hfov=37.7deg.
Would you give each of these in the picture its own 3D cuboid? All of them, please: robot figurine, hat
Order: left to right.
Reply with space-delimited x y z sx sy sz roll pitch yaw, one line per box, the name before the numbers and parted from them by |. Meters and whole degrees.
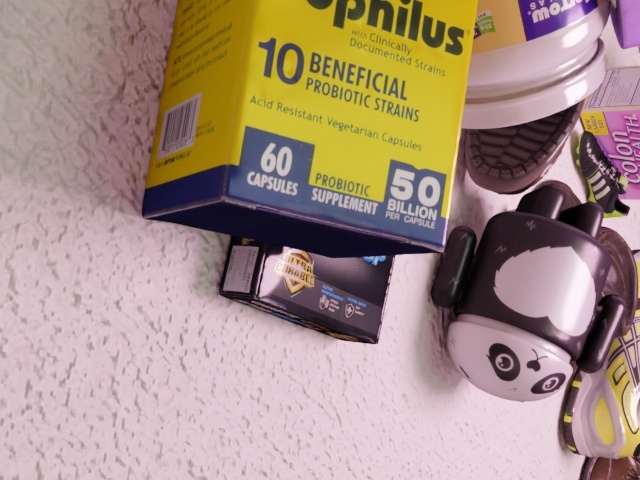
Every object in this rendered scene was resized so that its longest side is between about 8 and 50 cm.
robot figurine | 0.272 0.070 1.213 0.173 0.209 0.278 39 71 -57
hat | 0.418 0.071 1.462 0.331 0.134 0.331 -4 95 -54

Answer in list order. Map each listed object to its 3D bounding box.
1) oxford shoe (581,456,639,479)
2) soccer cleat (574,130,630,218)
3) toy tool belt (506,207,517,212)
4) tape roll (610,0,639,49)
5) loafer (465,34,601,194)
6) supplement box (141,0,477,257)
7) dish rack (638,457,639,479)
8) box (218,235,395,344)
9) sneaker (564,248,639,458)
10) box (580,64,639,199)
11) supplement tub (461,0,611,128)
oxford shoe | 0.517 0.414 1.650 0.083 0.096 0.227 34 67 -51
soccer cleat | 0.478 -0.112 1.578 0.060 0.072 0.179 -55 133 -35
toy tool belt | 0.283 -0.005 1.342 0.051 0.052 0.083 56 50 -28
tape roll | 0.348 -0.354 1.024 0.275 0.090 0.275 -12 90 -75
loafer | 0.311 -0.197 1.297 0.366 0.134 0.130 -59 155 -23
supplement box | -0.003 -0.178 0.779 0.194 0.195 0.356 12 82 -27
dish rack | 0.632 0.351 1.824 0.208 0.074 0.271 29 68 -52
box | 0.000 0.000 0.961 0.220 0.051 0.175 27 71 -50
sneaker | 0.538 0.197 1.610 0.145 0.147 0.385 44 59 -52
box | 0.594 -0.181 1.586 0.117 0.243 0.213 -60 136 -31
supplement tub | 0.182 -0.315 1.025 0.241 0.241 0.331 -47 127 -41
